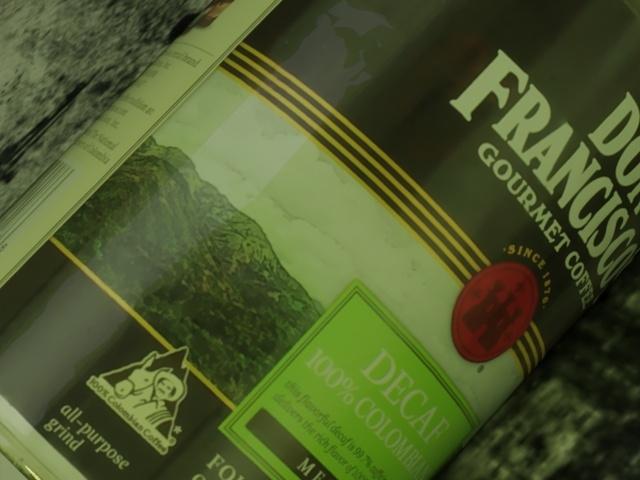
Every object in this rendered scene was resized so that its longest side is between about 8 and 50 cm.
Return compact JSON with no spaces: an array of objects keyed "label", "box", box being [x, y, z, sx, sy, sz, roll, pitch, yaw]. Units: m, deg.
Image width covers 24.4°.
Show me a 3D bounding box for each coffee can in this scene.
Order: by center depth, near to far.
[{"label":"coffee can","box":[0.000,0.000,0.598,0.275,0.201,0.201,-47,34,-7]}]
